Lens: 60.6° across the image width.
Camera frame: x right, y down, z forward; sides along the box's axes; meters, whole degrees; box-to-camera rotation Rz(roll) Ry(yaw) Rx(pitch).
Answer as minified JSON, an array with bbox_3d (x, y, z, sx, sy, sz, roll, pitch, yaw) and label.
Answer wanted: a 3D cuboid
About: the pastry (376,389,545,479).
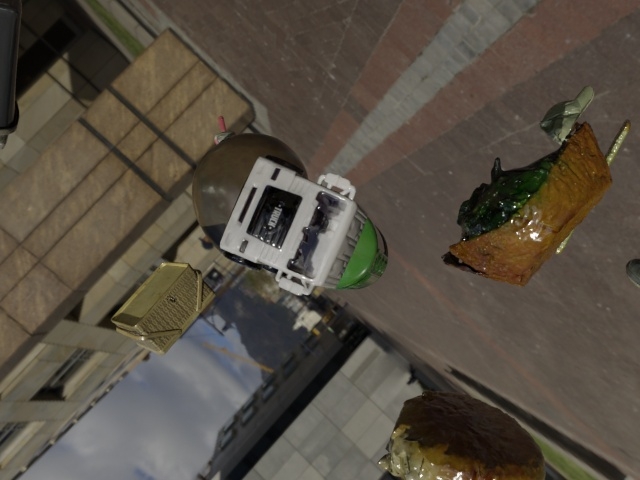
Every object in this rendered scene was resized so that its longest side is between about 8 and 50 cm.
[{"bbox_3d":[0.290,0.418,1.116,0.330,0.136,0.329,9,-163,-3],"label":"pastry"}]

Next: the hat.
[{"bbox_3d":[0.605,-0.311,1.339,0.081,0.166,0.122,36,179,5],"label":"hat"}]

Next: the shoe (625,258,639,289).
[{"bbox_3d":[0.668,0.070,1.048,0.077,0.074,0.194,44,-178,-29],"label":"shoe"}]

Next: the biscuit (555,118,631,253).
[{"bbox_3d":[0.457,-0.091,0.918,0.016,0.231,0.139,28,-155,21],"label":"biscuit"}]

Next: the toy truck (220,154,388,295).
[{"bbox_3d":[0.000,0.000,0.533,0.125,0.101,0.242,24,179,14],"label":"toy truck"}]

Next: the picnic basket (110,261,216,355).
[{"bbox_3d":[-0.284,0.119,0.993,0.115,0.164,0.079,3,137,49],"label":"picnic basket"}]

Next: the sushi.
[{"bbox_3d":[0.298,-0.051,0.789,0.140,0.287,0.149,45,-160,30],"label":"sushi"}]

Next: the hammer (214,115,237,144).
[{"bbox_3d":[-0.224,-0.257,1.272,0.031,0.053,0.083,96,159,-62],"label":"hammer"}]

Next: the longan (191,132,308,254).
[{"bbox_3d":[-0.145,-0.090,1.227,0.243,0.300,0.300,29,167,45],"label":"longan"}]

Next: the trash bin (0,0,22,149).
[{"bbox_3d":[-0.617,-0.295,0.920,0.210,0.290,0.182,5,-143,-34],"label":"trash bin"}]
